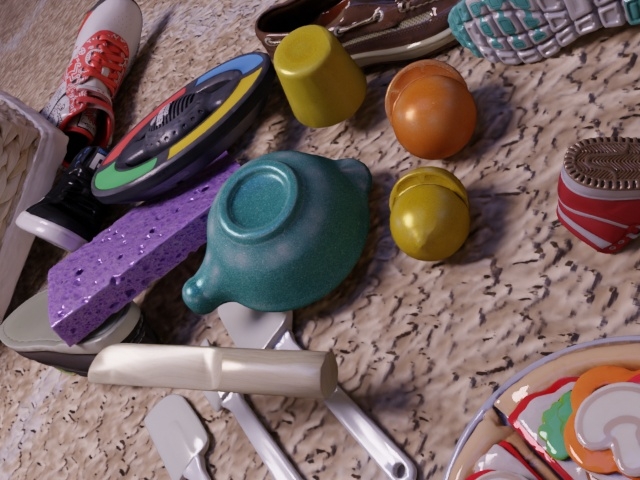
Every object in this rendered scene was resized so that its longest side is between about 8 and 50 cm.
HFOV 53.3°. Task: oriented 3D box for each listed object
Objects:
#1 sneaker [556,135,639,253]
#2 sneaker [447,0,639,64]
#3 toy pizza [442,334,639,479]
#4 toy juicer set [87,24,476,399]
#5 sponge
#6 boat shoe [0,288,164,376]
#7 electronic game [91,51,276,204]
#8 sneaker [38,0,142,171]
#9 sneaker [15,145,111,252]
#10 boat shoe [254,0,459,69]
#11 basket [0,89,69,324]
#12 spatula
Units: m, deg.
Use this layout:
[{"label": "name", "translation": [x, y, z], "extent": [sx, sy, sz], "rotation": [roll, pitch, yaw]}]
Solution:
[{"label": "sneaker", "translation": [0.184, -0.020, 0.333], "extent": [0.119, 0.067, 0.042], "rotation": [9, 65, 14]}, {"label": "sneaker", "translation": [0.171, -0.174, 0.441], "extent": [0.167, 0.065, 0.076], "rotation": [-3, 46, 39]}, {"label": "toy pizza", "translation": [0.133, 0.134, 0.275], "extent": [0.201, 0.032, 0.201], "rotation": [-24, 49, 31]}, {"label": "toy juicer set", "translation": [0.000, 0.000, 0.467], "extent": [0.209, 0.089, 0.328], "rotation": [20, 74, 30]}, {"label": "sponge", "translation": [-0.154, -0.003, 0.585], "extent": [0.210, 0.031, 0.117], "rotation": [-37, 30, -6]}, {"label": "boat shoe", "translation": [-0.238, 0.095, 0.625], "extent": [0.228, 0.068, 0.081], "rotation": [-1, 44, 43]}, {"label": "electronic game", "translation": [-0.143, -0.120, 0.659], "extent": [0.229, 0.048, 0.229], "rotation": [-27, 31, 18]}, {"label": "sneaker", "translation": [-0.310, -0.219, 0.898], "extent": [0.145, 0.090, 0.270], "rotation": [31, 90, 48]}, {"label": "sneaker", "translation": [-0.270, -0.054, 0.712], "extent": [0.121, 0.079, 0.217], "rotation": [-62, 21, -7]}, {"label": "boat shoe", "translation": [0.049, -0.204, 0.537], "extent": [0.258, 0.095, 0.095], "rotation": [-18, 53, 35]}, {"label": "basket", "translation": [-0.551, -0.060, 0.809], "extent": [0.328, 0.267, 0.331], "rotation": [29, 101, 40]}, {"label": "spatula", "translation": [-0.044, 0.135, 0.455], "extent": [0.168, 0.019, 0.242], "rotation": [-53, 40, 0]}]
